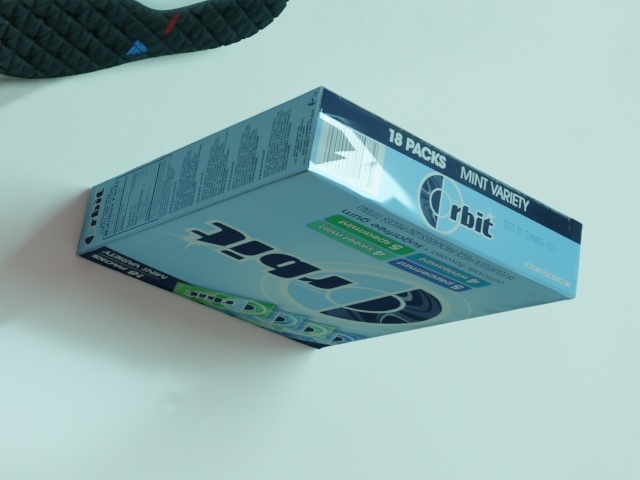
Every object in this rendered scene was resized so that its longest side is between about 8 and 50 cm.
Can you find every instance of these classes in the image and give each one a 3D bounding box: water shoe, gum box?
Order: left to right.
[{"bbox_3d":[-0.107,-0.132,0.645,0.203,0.073,0.080,-12,66,-44],"label":"water shoe"},{"bbox_3d":[0.000,0.000,0.614,0.157,0.184,0.041,24,66,-34],"label":"gum box"}]
